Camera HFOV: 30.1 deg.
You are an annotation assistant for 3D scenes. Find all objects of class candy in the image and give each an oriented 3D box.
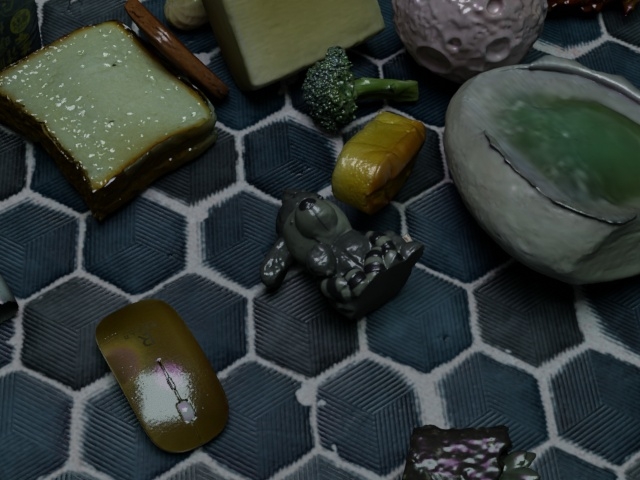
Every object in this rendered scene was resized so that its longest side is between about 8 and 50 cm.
[{"bbox_3d":[0.377,-0.112,1.837,0.386,0.186,0.427,-24,60,-29],"label":"candy"}]

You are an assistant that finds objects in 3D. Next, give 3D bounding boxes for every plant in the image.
[{"bbox_3d":[0.206,0.316,1.568,0.195,0.129,0.132,12,56,7],"label":"plant"}]

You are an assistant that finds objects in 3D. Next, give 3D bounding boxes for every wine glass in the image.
[{"bbox_3d":[-0.513,0.038,1.741,0.066,0.066,0.198,-29,64,-22],"label":"wine glass"}]

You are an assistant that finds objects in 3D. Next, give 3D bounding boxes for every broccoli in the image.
[{"bbox_3d":[0.071,-0.247,1.962,0.204,0.118,0.122,-7,50,-24],"label":"broccoli"}]

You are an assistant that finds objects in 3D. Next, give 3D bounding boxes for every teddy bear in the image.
[{"bbox_3d":[0.003,0.016,1.751,0.251,0.144,0.171,31,71,19],"label":"teddy bear"}]

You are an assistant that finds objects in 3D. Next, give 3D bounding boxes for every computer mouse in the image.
[{"bbox_3d":[-0.224,0.183,1.670,0.126,0.056,0.245,-24,62,-19],"label":"computer mouse"}]

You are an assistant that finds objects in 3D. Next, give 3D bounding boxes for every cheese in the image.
[{"bbox_3d":[-0.055,-0.404,1.970,0.266,0.124,0.242,-27,106,-20],"label":"cheese"}]

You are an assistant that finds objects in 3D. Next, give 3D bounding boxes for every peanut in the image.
[{"bbox_3d":[-0.179,-0.414,2.059,0.187,0.082,0.082,-11,58,-11],"label":"peanut"}]

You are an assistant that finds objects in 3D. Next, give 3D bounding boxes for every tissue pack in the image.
[{"bbox_3d":[-0.532,-0.327,1.867,0.081,0.257,0.185,38,60,17],"label":"tissue pack"}]

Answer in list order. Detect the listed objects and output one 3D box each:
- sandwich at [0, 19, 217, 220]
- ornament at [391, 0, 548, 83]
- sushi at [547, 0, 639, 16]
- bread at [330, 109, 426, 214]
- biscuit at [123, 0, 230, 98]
[{"bbox_3d":[-0.342,-0.206,1.898,0.271,0.099,0.301,-33,63,-31],"label":"sandwich"},{"bbox_3d":[0.242,-0.380,1.971,0.259,0.259,0.225,29,69,14],"label":"ornament"},{"bbox_3d":[0.429,-0.515,2.111,0.343,0.196,0.182,-3,49,-7],"label":"sushi"},{"bbox_3d":[0.095,-0.120,1.835,0.094,0.102,0.245,19,28,14],"label":"bread"},{"bbox_3d":[-0.238,-0.313,1.966,0.036,0.186,0.192,-47,40,5],"label":"biscuit"}]
